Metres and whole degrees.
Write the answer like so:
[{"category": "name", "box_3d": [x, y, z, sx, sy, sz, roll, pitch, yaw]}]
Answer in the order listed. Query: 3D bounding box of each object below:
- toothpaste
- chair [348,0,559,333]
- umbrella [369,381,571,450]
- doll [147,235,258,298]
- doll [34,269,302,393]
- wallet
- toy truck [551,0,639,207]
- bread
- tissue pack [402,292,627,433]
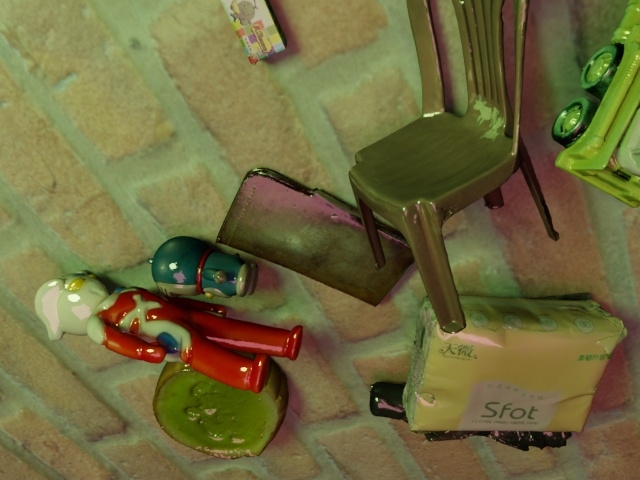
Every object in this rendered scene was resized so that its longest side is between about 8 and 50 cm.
[{"category": "toothpaste", "box_3d": [-0.087, -0.263, 0.560, 0.046, 0.034, 0.164, -19, 122, 13]}, {"category": "chair", "box_3d": [0.119, -0.101, 0.556, 0.183, 0.175, 0.327, -32, 124, -9]}, {"category": "umbrella", "box_3d": [0.236, 0.277, 0.885, 0.325, 0.094, 0.090, 8, 112, -1]}, {"category": "doll", "box_3d": [-0.163, 0.041, 0.745, 0.151, 0.114, 0.086, 10, 88, 8]}, {"category": "doll", "box_3d": [-0.225, 0.115, 0.761, 0.383, 0.188, 0.099, 9, 99, 14]}, {"category": "wallet", "box_3d": [0.000, 0.000, 0.742, 0.255, 0.031, 0.137, 24, 123, -13]}, {"category": "toy truck", "box_3d": [0.332, -0.163, 0.488, 0.128, 0.135, 0.260, 25, 90, -12]}, {"category": "bread", "box_3d": [-0.163, 0.268, 0.922, 0.235, 0.070, 0.236, 2, 123, 3]}, {"category": "tissue pack", "box_3d": [0.255, 0.170, 0.778, 0.256, 0.123, 0.215, 2, 119, -2]}]
